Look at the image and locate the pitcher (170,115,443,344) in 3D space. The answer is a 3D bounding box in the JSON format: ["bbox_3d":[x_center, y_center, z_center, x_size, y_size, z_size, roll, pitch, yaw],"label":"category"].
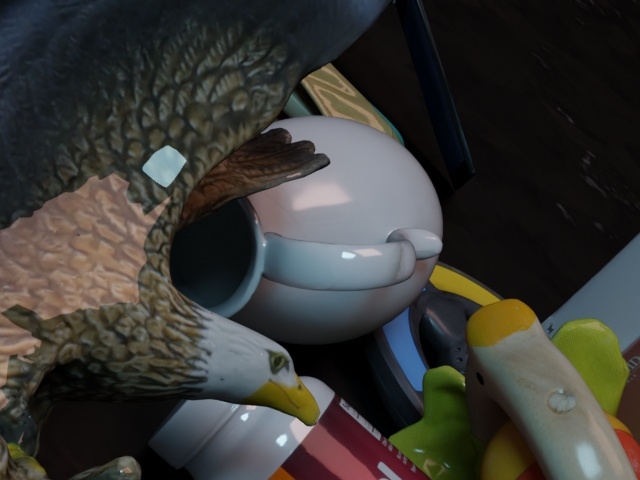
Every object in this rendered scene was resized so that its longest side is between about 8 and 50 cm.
[{"bbox_3d":[0.000,0.000,0.846,0.177,0.126,0.207,10,9,32],"label":"pitcher"}]

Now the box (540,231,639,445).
[{"bbox_3d":[0.262,0.087,1.144,0.170,0.130,0.091,30,27,-25],"label":"box"}]

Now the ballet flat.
[{"bbox_3d":[-0.040,-0.115,1.086,0.232,0.080,0.073,44,53,7],"label":"ballet flat"}]

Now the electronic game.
[{"bbox_3d":[0.111,0.097,0.994,0.229,0.048,0.229,35,25,-19],"label":"electronic game"}]

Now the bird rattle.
[{"bbox_3d":[0.113,0.143,0.771,0.207,0.143,0.254,74,-1,-50],"label":"bird rattle"}]

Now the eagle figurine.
[{"bbox_3d":[-0.085,-0.003,0.619,0.225,0.226,0.298,52,41,-45],"label":"eagle figurine"}]

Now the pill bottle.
[{"bbox_3d":[-0.002,0.119,0.734,0.152,0.086,0.086,42,24,-2],"label":"pill bottle"}]

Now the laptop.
[{"bbox_3d":[0.001,-0.146,1.165,0.264,0.137,0.234,19,-1,2],"label":"laptop"}]
